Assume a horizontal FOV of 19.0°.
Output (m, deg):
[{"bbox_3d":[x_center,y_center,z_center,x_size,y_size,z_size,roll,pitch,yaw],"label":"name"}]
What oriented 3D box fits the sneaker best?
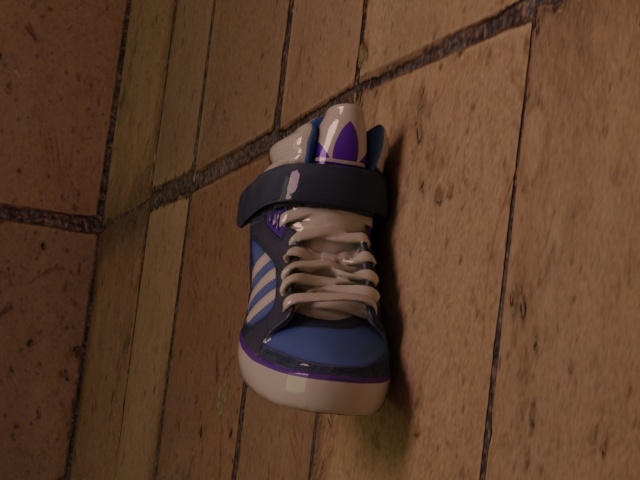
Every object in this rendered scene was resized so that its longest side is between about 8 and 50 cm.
[{"bbox_3d":[0.000,0.000,1.696,0.323,0.130,0.236,-114,31,-73],"label":"sneaker"}]
